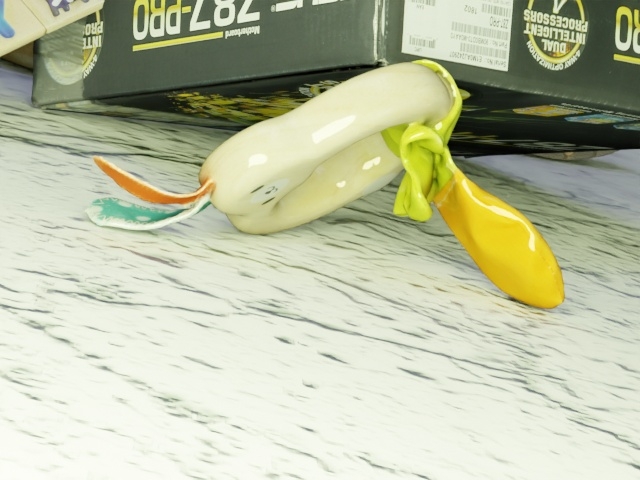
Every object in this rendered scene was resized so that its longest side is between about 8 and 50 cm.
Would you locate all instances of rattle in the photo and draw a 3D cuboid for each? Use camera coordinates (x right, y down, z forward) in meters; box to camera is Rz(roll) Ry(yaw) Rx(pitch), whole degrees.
[{"bbox_3d":[0.000,0.000,0.945,0.200,0.142,0.130,-20,0,-45],"label":"rattle"}]

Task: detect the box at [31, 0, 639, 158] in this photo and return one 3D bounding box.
[{"bbox_3d":[0.070,-0.115,1.222,0.395,0.097,0.318,4,-2,-43],"label":"box"}]

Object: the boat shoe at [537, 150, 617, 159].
[{"bbox_3d":[0.122,-0.142,1.589,0.324,0.123,0.116,10,9,-27],"label":"boat shoe"}]

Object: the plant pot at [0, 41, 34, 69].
[{"bbox_3d":[-0.156,-0.139,1.449,0.236,0.032,0.236,14,11,-3],"label":"plant pot"}]

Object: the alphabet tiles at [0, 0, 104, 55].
[{"bbox_3d":[-0.211,-0.182,1.112,0.237,0.009,0.198,-30,65,-27],"label":"alphabet tiles"}]
